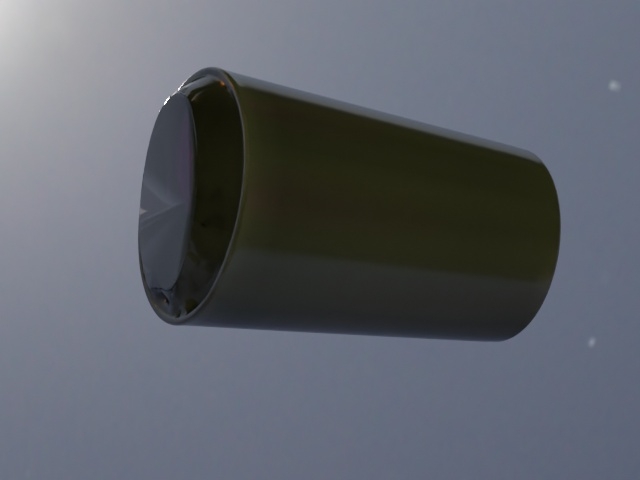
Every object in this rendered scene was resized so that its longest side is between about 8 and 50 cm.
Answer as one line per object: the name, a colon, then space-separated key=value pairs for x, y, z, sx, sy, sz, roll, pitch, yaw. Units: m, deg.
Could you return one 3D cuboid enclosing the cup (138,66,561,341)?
cup: x=0.000 y=0.000 z=0.604 sx=0.116 sy=0.104 sz=0.074 roll=8 pitch=-120 yaw=-27
